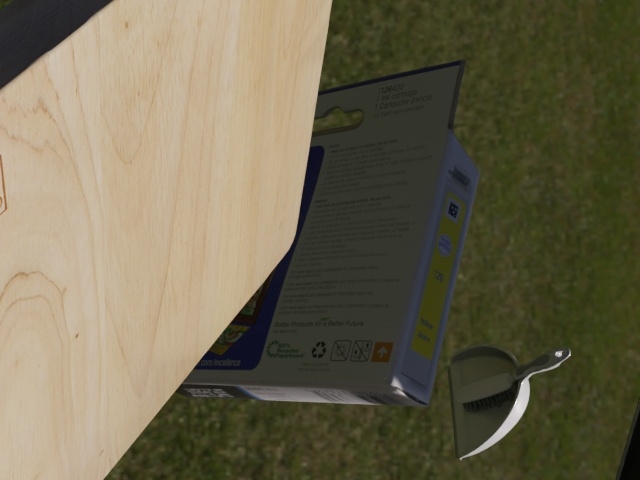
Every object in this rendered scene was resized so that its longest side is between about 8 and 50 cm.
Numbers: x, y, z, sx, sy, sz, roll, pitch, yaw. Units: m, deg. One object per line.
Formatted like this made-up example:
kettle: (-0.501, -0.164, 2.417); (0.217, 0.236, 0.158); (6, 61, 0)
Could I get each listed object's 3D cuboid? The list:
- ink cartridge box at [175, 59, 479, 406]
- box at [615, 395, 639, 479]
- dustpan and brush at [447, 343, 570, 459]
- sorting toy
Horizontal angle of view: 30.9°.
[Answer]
ink cartridge box: (0.000, 0.000, 1.089); (0.072, 0.303, 0.307); (37, 61, -38)
box: (0.536, 0.214, 1.188); (0.312, 0.343, 0.179); (-19, 125, -48)
dustpan and brush: (0.240, 0.183, 1.488); (0.060, 0.211, 0.147); (31, 45, -41)
sorting toy: (-0.097, -0.025, 0.467); (0.255, 0.089, 0.257); (-52, 161, -39)
